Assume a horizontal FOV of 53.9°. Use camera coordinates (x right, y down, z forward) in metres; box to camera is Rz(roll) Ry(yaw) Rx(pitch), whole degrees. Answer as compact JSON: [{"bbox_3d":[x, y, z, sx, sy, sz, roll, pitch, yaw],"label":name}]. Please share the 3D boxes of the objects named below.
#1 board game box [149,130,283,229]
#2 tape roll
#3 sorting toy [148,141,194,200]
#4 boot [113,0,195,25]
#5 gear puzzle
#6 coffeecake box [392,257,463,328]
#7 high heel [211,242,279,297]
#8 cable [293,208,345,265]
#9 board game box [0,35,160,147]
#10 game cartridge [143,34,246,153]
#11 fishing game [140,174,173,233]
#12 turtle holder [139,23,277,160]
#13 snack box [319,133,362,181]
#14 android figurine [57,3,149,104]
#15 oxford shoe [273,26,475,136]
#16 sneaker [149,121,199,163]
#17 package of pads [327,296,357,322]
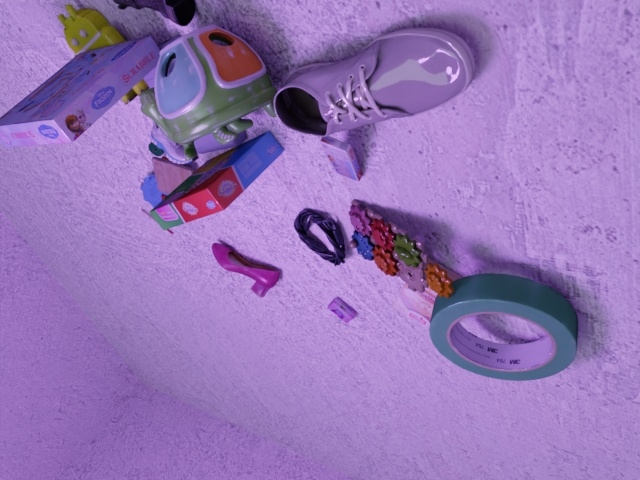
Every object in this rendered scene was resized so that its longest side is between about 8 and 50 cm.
[{"bbox_3d":[-0.266,-0.145,1.586,0.317,0.242,0.064,-13,121,50],"label":"board game box"},{"bbox_3d":[0.413,0.204,1.436,0.321,0.077,0.321,12,141,10],"label":"tape roll"},{"bbox_3d":[-0.418,-0.181,1.858,0.132,0.046,0.274,19,141,14],"label":"sorting toy"},{"bbox_3d":[-0.387,-0.572,1.311,0.229,0.091,0.263,25,148,19],"label":"boot"},{"bbox_3d":[0.177,0.045,1.464,0.339,0.044,0.175,36,147,40],"label":"gear puzzle"},{"bbox_3d":[0.276,0.138,1.569,0.142,0.068,0.185,30,147,10],"label":"coffeecake box"},{"bbox_3d":[-0.238,0.066,1.999,0.244,0.082,0.117,45,121,13],"label":"high heel"},{"bbox_3d":[0.000,0.000,1.687,0.151,0.047,0.184,11,139,36],"label":"cable"},{"bbox_3d":[-0.568,-0.342,1.464,0.318,0.318,0.066,5,139,41],"label":"board game box"},{"bbox_3d":[-0.316,-0.350,1.557,0.198,0.062,0.297,2,133,49],"label":"game cartridge"},{"bbox_3d":[-0.491,-0.135,2.008,0.189,0.041,0.264,37,139,-1],"label":"fishing game"},{"bbox_3d":[-0.246,-0.325,1.372,0.227,0.243,0.320,63,160,-15],"label":"turtle holder"},{"bbox_3d":[0.047,-0.176,1.371,0.064,0.022,0.178,24,171,17],"label":"snack box"},{"bbox_3d":[-0.566,-0.483,1.633,0.248,0.056,0.273,-8,128,49],"label":"android figurine"},{"bbox_3d":[0.081,-0.279,1.186,0.449,0.130,0.169,0,130,43],"label":"oxford shoe"},{"bbox_3d":[-0.400,-0.275,1.699,0.191,0.071,0.083,36,137,27],"label":"sneaker"},{"bbox_3d":[0.065,0.211,1.900,0.083,0.032,0.050,39,146,-2],"label":"package of pads"}]
